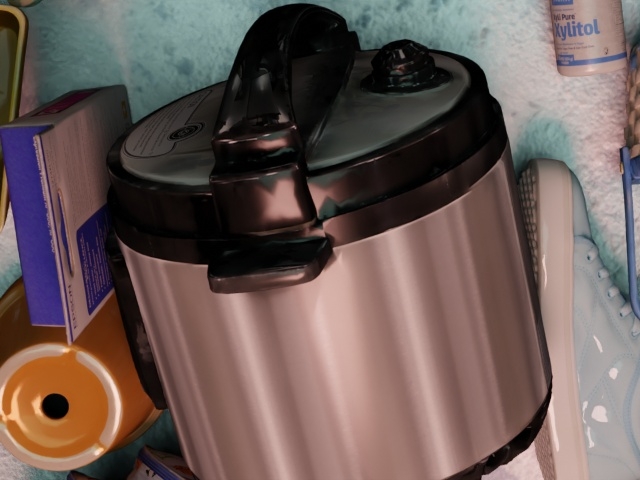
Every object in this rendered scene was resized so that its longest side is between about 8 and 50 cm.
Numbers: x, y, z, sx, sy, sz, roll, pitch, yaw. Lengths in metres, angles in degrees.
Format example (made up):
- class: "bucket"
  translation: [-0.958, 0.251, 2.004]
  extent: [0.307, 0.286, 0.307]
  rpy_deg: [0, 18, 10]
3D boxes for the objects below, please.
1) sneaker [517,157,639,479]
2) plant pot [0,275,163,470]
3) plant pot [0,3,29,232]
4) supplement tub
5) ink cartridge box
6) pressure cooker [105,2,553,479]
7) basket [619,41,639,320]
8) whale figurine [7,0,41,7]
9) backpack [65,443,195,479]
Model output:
- class: "sneaker"
  translation: [0.280, 0.083, 1.520]
  extent: [0.150, 0.135, 0.366]
  rpy_deg: [-10, 111, -6]
- class: "plant pot"
  translation: [-0.249, 0.135, 1.487]
  extent: [0.205, 0.188, 0.205]
  rpy_deg: [0, 102, 0]
- class: "plant pot"
  translation: [-0.379, -0.137, 1.427]
  extent: [0.212, 0.187, 0.212]
  rpy_deg: [8, 102, -1]
- class: "supplement tub"
  translation: [0.262, -0.219, 1.474]
  extent: [0.071, 0.071, 0.107]
  rpy_deg: [-9, 102, 2]
- class: "ink cartridge box"
  translation: [-0.223, -0.034, 1.357]
  extent: [0.069, 0.371, 0.176]
  rpy_deg: [-6, 101, 2]
- class: "pressure cooker"
  translation: [0.006, -0.002, 1.351]
  extent: [0.375, 0.370, 0.420]
  rpy_deg: [-26, 116, -26]
- class: "basket"
  translation: [0.405, -0.070, 1.437]
  extent: [0.255, 0.201, 0.289]
  rpy_deg: [-10, 91, 1]
- class: "whale figurine"
  translation: [-0.274, -0.313, 1.430]
  extent: [0.272, 0.141, 0.216]
  rpy_deg: [-13, 72, 22]
- class: "backpack"
  translation: [-0.147, 0.325, 1.466]
  extent: [0.263, 0.276, 0.213]
  rpy_deg: [25, 83, -37]
